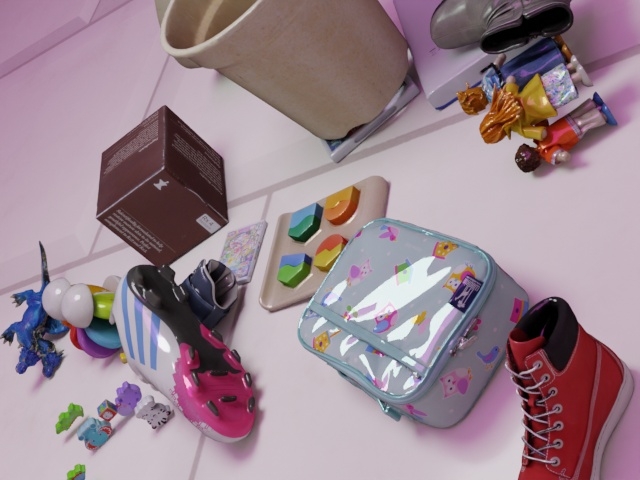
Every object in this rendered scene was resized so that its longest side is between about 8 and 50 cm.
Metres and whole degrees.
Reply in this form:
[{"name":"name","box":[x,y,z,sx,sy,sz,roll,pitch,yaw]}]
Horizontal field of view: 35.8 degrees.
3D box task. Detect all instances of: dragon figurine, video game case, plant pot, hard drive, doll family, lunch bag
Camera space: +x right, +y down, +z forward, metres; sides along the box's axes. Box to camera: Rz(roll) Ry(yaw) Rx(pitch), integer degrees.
[{"name":"dragon figurine","box":[-0.524,0.135,1.888,0.144,0.085,0.289,-12,52,37]},{"name":"video game case","box":[-0.137,0.025,1.648,0.087,0.011,0.122,-17,45,37]},{"name":"plant pot","box":[-0.032,-0.334,1.581,0.333,0.305,0.334,-30,39,28]},{"name":"hard drive","box":[0.236,-0.366,1.607,0.210,0.040,0.319,-33,37,20]},{"name":"video game case","box":[0.064,-0.242,1.687,0.183,0.023,0.201,-40,36,11]},{"name":"doll family","box":[0.271,-0.204,1.339,0.163,0.118,0.263,-32,35,16]},{"name":"lunch bag","box":[0.106,0.099,1.228,0.224,0.108,0.279,-54,35,-9]}]

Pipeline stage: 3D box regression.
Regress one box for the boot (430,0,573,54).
[{"name":"boot","box":[0.245,-0.312,1.399,0.246,0.083,0.161,-17,28,34]}]

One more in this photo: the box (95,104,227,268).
[{"name":"box","box":[-0.286,-0.098,1.791,0.167,0.168,0.203,-33,36,19]}]

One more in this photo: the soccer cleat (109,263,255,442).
[{"name":"soccer cleat","box":[-0.207,0.182,1.453,0.331,0.116,0.143,54,127,30]}]

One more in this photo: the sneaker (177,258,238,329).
[{"name":"sneaker","box":[-0.220,0.078,1.606,0.163,0.086,0.226,-52,43,13]}]

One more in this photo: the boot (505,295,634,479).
[{"name":"boot","box":[0.212,0.186,0.970,0.088,0.176,0.244,3,59,46]}]

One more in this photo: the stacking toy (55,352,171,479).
[{"name":"stacking toy","box":[-0.334,0.282,1.579,0.221,0.052,0.167,-44,33,8]}]

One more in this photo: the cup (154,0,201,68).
[{"name":"cup","box":[-0.159,-0.514,1.982,0.237,0.331,0.331,1,53,16]}]

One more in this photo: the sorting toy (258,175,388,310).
[{"name":"sorting toy","box":[0.000,0.000,1.502,0.208,0.038,0.193,-19,43,34]}]

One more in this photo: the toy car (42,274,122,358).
[{"name":"toy car","box":[-0.386,0.134,1.715,0.182,0.159,0.136,8,97,50]}]
